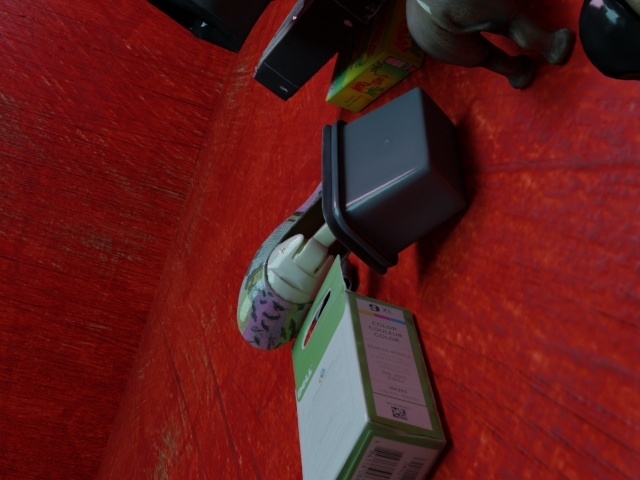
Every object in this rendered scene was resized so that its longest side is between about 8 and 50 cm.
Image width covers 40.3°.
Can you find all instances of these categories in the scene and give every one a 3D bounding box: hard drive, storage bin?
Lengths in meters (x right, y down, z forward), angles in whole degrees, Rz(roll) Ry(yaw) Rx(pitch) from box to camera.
[{"bbox_3d":[0.042,-0.301,0.959,0.237,0.064,0.339,-58,13,-14],"label":"hard drive"},{"bbox_3d":[0.066,-0.051,0.699,0.091,0.098,0.135,-30,37,27],"label":"storage bin"}]

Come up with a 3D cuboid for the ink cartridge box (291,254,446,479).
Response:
[{"bbox_3d":[0.029,0.115,0.672,0.209,0.062,0.109,-99,30,-59],"label":"ink cartridge box"}]

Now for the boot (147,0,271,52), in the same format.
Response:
[{"bbox_3d":[0.024,-0.364,0.734,0.445,0.146,0.367,-48,17,-3],"label":"boot"}]

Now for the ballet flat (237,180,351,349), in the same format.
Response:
[{"bbox_3d":[0.000,0.000,0.792,0.221,0.077,0.079,-54,8,-29],"label":"ballet flat"}]

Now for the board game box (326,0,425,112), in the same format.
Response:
[{"bbox_3d":[0.063,-0.209,0.940,0.181,0.043,0.092,159,127,-71],"label":"board game box"}]

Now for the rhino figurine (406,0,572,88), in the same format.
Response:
[{"bbox_3d":[0.106,-0.200,0.663,0.243,0.106,0.073,-94,26,-52],"label":"rhino figurine"}]

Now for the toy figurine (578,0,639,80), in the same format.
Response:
[{"bbox_3d":[0.122,-0.199,0.407,0.148,0.213,0.209,-48,27,28],"label":"toy figurine"}]

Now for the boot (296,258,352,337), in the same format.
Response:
[{"bbox_3d":[-0.004,0.064,0.883,0.087,0.042,0.118,-118,47,-66],"label":"boot"}]
